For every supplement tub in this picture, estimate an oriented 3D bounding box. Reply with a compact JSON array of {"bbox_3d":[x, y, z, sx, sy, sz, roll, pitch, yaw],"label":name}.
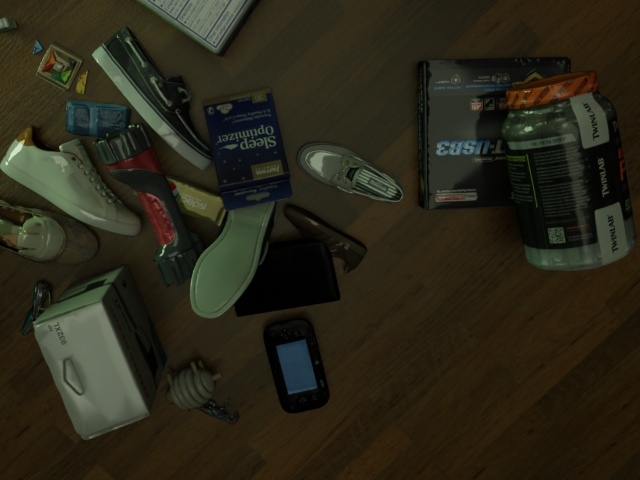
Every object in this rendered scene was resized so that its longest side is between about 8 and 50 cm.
[{"bbox_3d":[0.454,-0.129,1.527,0.207,0.207,0.338,-15,103,-3],"label":"supplement tub"}]

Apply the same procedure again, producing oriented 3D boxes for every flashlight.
[{"bbox_3d":[-0.314,-0.061,1.529,0.103,0.103,0.304,-10,109,28],"label":"flashlight"}]

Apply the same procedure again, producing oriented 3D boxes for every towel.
[{"bbox_3d":[-0.427,-0.231,1.587,0.119,0.029,0.067,6,100,-6],"label":"towel"}]

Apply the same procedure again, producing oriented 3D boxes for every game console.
[{"bbox_3d":[-0.052,0.177,1.663,0.213,0.044,0.362,-10,105,11],"label":"game console"}]

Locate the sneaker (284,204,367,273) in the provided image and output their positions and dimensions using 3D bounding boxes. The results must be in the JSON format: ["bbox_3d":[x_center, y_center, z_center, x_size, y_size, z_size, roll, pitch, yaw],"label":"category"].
[{"bbox_3d":[0.000,0.000,1.646,0.188,0.066,0.071,30,101,-8],"label":"sneaker"}]

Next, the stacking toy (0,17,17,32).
[{"bbox_3d":[-0.686,-0.450,1.520,0.221,0.052,0.167,-14,99,-1],"label":"stacking toy"}]

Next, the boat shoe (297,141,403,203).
[{"bbox_3d":[0.065,-0.135,1.624,0.226,0.076,0.083,17,97,-8],"label":"boat shoe"}]

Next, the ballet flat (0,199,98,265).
[{"bbox_3d":[-0.586,-0.018,1.568,0.315,0.106,0.108,16,97,-8],"label":"ballet flat"}]

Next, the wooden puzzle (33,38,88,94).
[{"bbox_3d":[-0.496,-0.331,1.572,0.116,0.014,0.079,22,96,-8],"label":"wooden puzzle"}]

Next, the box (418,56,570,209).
[{"bbox_3d":[0.342,-0.212,1.642,0.295,0.073,0.294,-2,98,-4],"label":"box"}]

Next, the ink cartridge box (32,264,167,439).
[{"bbox_3d":[-0.393,0.192,1.518,0.129,0.307,0.223,-20,101,-1],"label":"ink cartridge box"}]

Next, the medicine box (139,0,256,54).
[{"bbox_3d":[-0.231,-0.524,1.496,0.289,0.149,0.264,34,95,-9],"label":"medicine box"}]

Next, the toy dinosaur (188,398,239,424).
[{"bbox_3d":[-0.211,0.354,1.709,0.090,0.047,0.082,-25,113,33],"label":"toy dinosaur"}]

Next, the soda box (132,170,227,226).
[{"bbox_3d":[-0.267,-0.087,1.608,0.181,0.061,0.058,20,98,-8],"label":"soda box"}]

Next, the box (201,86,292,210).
[{"bbox_3d":[-0.138,-0.175,1.569,0.136,0.036,0.225,-12,72,-4],"label":"box"}]

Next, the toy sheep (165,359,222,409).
[{"bbox_3d":[-0.256,0.293,1.662,0.132,0.091,0.091,-27,101,18],"label":"toy sheep"}]

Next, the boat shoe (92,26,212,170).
[{"bbox_3d":[-0.293,-0.269,1.560,0.102,0.108,0.301,-40,93,4],"label":"boat shoe"}]

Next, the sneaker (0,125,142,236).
[{"bbox_3d":[-0.453,-0.115,1.564,0.290,0.106,0.123,31,98,-8],"label":"sneaker"}]

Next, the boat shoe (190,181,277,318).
[{"bbox_3d":[-0.153,0.017,1.568,0.114,0.091,0.303,23,73,11],"label":"boat shoe"}]

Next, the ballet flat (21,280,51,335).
[{"bbox_3d":[-0.558,0.138,1.632,0.041,0.041,0.114,18,98,-8],"label":"ballet flat"}]
